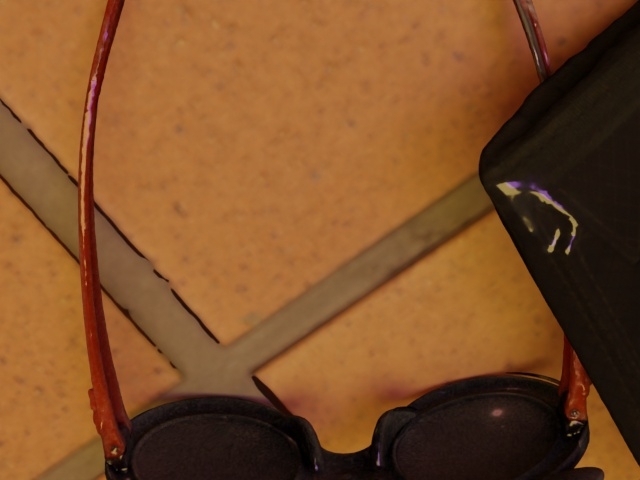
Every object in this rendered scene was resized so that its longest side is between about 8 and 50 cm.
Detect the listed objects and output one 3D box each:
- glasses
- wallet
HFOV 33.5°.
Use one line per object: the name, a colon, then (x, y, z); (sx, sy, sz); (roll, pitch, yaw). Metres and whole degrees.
glasses: (0.000, 0.000, 0.465); (0.234, 0.118, 0.268); (-5, 112, 4)
wallet: (0.179, 0.016, 0.468); (0.168, 0.052, 0.245); (-42, 112, -20)
